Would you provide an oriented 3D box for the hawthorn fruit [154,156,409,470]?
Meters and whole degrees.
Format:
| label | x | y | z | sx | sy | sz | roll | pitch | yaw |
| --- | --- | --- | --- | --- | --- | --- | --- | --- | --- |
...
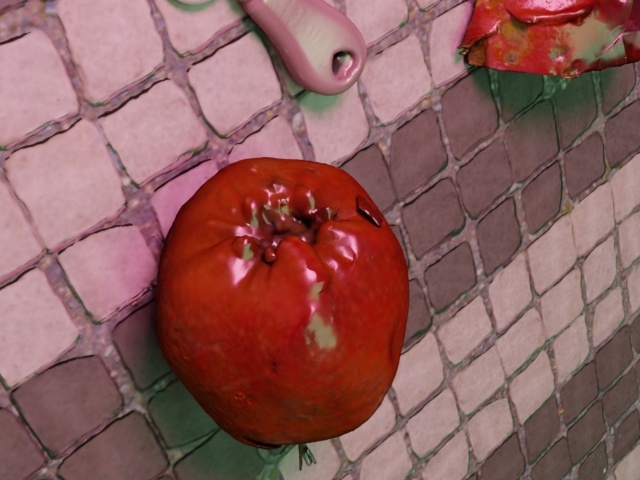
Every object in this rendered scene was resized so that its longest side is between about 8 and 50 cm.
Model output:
| label | x | y | z | sx | sy | sz | roll | pitch | yaw |
| --- | --- | --- | --- | --- | --- | --- | --- | --- | --- |
| hawthorn fruit | -0.028 | 0.081 | 0.719 | 0.211 | 0.211 | 0.299 | -29 | 132 | -28 |

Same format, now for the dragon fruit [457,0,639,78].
| label | x | y | z | sx | sy | sz | roll | pitch | yaw |
| --- | --- | --- | --- | --- | --- | --- | --- | --- | --- |
| dragon fruit | 0.271 | -0.264 | 0.879 | 0.274 | 0.126 | 0.161 | -22 | 119 | -33 |

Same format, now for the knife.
| label | x | y | z | sx | sy | sz | roll | pitch | yaw |
| --- | --- | --- | --- | --- | --- | --- | --- | --- | --- |
| knife | -0.088 | -0.219 | 0.673 | 0.336 | 0.043 | 0.081 | 34 | 90 | -35 |
